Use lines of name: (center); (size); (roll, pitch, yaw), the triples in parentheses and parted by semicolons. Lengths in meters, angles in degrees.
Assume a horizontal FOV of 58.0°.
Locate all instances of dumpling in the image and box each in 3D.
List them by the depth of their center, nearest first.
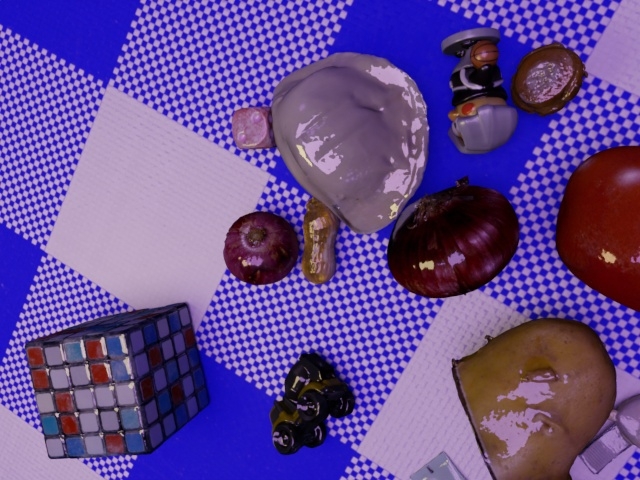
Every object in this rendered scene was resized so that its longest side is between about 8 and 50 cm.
dumpling: (0.070, -0.218, 1.196); (0.316, 0.233, 0.394); (-29, 81, 26)

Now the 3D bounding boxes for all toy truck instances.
toy truck: (-0.041, 0.390, 1.374); (0.165, 0.147, 0.224); (47, 111, 31)

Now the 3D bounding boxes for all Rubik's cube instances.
Rubik's cube: (-0.481, 0.333, 1.406); (0.292, 0.287, 0.292); (-8, 94, 17)

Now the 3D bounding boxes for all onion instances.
onion: (0.276, 0.027, 1.173); (0.273, 0.273, 0.285); (-18, 117, 18)
onion: (-0.137, 0.019, 1.342); (0.177, 0.153, 0.177); (-4, 80, 23)

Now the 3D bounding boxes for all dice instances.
dice: (-0.147, -0.258, 1.335); (0.091, 0.093, 0.094); (-4, 97, 17)

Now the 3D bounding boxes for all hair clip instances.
hair clip: (0.634, 0.394, 1.209); (0.218, 0.071, 0.159); (-44, 81, 12)

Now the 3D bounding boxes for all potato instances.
potato: (0.460, 0.350, 1.135); (0.296, 0.290, 0.397); (-28, 86, 18)

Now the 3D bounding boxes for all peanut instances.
peanut: (0.000, 0.000, 1.330); (0.087, 0.087, 0.206); (5, 100, 16)

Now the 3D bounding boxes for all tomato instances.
tomato: (0.580, -0.016, 1.033); (0.290, 0.325, 0.292); (12, 103, 12)

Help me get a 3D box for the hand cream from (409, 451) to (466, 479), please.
hand cream: (0.352, 0.646, 1.328); (0.109, 0.067, 0.320); (-45, 79, 18)

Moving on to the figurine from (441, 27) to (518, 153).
figurine: (0.319, -0.294, 1.156); (0.133, 0.176, 0.236); (-7, 91, 5)

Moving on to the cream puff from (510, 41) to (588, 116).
cream puff: (0.450, -0.315, 1.149); (0.144, 0.103, 0.126); (-41, 72, 17)
